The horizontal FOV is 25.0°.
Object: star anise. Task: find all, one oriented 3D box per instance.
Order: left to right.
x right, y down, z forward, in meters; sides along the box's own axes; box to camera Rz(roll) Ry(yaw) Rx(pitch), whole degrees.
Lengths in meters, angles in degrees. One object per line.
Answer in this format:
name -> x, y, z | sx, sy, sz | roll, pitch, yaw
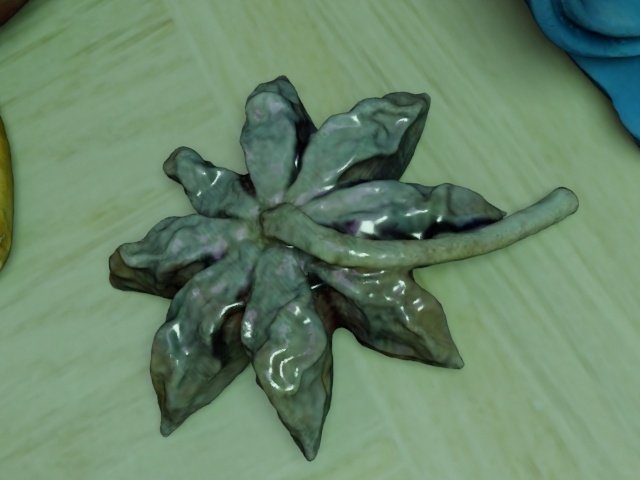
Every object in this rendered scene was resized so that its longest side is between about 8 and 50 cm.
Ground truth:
star anise -> 0.000, 0.000, 0.747 | 0.262, 0.081, 0.230 | -11, 56, 14

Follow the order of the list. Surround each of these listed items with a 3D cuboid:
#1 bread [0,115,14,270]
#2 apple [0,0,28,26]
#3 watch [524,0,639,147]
bread -> -0.232, -0.048, 0.848 | 0.154, 0.054, 0.136 | 11, 67, 14
apple -> -0.302, -0.239, 0.811 | 0.344, 0.269, 0.345 | -12, 55, 17
watch -> 0.205, -0.212, 0.663 | 0.305, 0.274, 0.241 | -35, 63, 6
